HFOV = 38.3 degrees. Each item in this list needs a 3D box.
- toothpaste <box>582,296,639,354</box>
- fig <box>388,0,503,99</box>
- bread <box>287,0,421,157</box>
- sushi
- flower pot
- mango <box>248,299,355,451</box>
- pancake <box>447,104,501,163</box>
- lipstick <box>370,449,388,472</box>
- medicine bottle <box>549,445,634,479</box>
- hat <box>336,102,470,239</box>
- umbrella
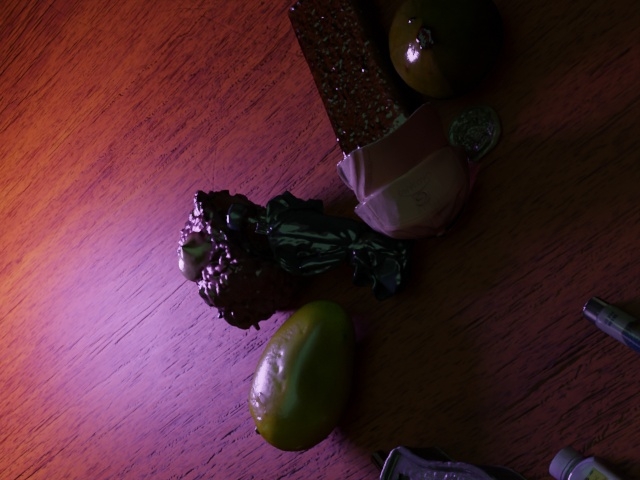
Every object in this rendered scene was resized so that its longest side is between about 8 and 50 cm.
[{"bbox_3d":[0.473,0.151,1.291,0.239,0.039,0.062,36,95,40],"label":"toothpaste"},{"bbox_3d":[0.202,-0.344,1.553,0.203,0.225,0.202,2,95,23],"label":"fig"},{"bbox_3d":[0.072,-0.315,1.732,0.165,0.113,0.416,-36,58,30],"label":"bread"},{"bbox_3d":[-0.167,0.032,1.767,0.170,0.237,0.270,-56,52,26],"label":"sushi"},{"bbox_3d":[0.209,0.382,1.411,0.229,0.108,0.103,9,83,42],"label":"flower pot"},{"bbox_3d":[-0.031,0.239,1.638,0.185,0.149,0.272,0,72,49],"label":"mango"},{"bbox_3d":[0.264,-0.186,1.587,0.108,0.017,0.108,-9,76,39],"label":"pancake"},{"bbox_3d":[0.142,0.417,1.516,0.027,0.027,0.176,-55,51,15],"label":"lipstick"},{"bbox_3d":[0.385,0.345,1.300,0.118,0.055,0.074,37,104,42],"label":"medicine bottle"},{"bbox_3d":[0.156,-0.099,1.485,0.219,0.226,0.164,-34,73,0],"label":"hat"},{"bbox_3d":[0.001,-0.001,1.633,0.349,0.094,0.143,13,59,13],"label":"umbrella"}]
